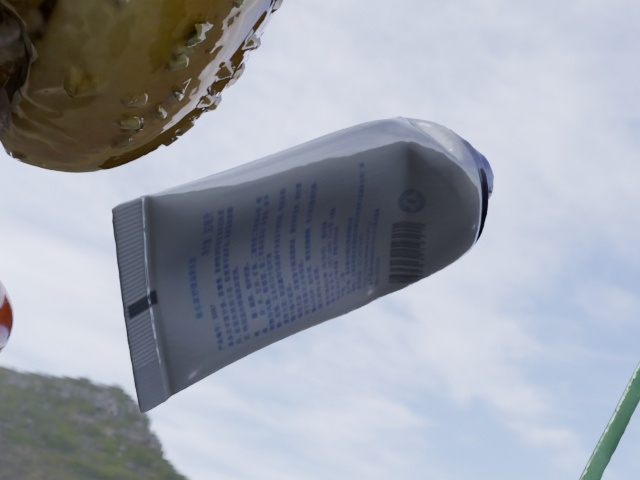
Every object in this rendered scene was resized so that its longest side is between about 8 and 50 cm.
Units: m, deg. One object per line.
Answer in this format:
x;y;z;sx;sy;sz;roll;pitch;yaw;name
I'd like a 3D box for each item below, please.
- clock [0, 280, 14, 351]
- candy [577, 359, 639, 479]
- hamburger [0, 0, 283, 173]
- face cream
-0.254;0.005;0.550;0.205;0.051;0.205;32;4;-2;clock
0.161;0.143;0.646;0.093;0.335;0.092;26;3;-29;candy
-0.112;-0.252;0.575;0.268;0.445;0.287;24;-4;-9;hamburger
0.000;0.000;1.051;0.137;0.420;0.234;39;-39;41;face cream
